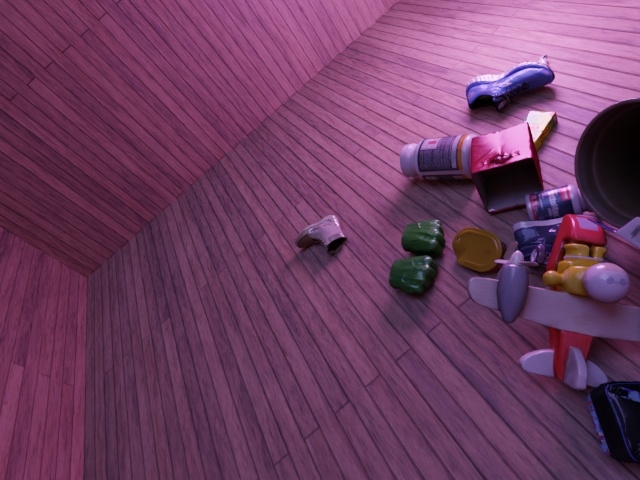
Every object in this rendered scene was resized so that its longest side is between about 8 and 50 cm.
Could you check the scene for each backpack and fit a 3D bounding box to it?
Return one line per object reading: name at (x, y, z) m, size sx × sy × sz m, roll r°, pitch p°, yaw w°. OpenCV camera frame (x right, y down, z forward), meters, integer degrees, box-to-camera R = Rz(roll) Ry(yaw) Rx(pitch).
backpack at (0.669, 0.365, 0.881) m, size 0.174 × 0.117 × 0.158 m, roll -6°, pitch 62°, yaw -1°

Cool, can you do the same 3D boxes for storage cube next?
storage cube at (0.607, -0.237, 1.402) m, size 0.184 × 0.215 × 0.193 m, roll -13°, pitch 42°, yaw 31°

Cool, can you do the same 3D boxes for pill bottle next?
pill bottle at (0.453, -0.309, 1.626) m, size 0.279 × 0.162 × 0.162 m, roll 6°, pitch 59°, yaw 41°
pill bottle at (0.713, -0.106, 1.275) m, size 0.180 × 0.108 × 0.107 m, roll -15°, pitch 47°, yaw 30°

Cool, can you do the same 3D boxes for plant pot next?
plant pot at (0.874, -0.205, 1.077) m, size 0.281 × 0.323 × 0.323 m, roll -13°, pitch 37°, yaw -17°

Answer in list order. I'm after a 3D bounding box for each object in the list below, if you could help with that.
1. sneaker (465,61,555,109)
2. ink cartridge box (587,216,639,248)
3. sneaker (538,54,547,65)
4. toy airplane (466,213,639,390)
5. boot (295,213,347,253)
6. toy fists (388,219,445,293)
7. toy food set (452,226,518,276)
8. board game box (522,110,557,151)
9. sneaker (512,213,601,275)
sneaker at (0.737, -0.585, 1.693) m, size 0.330 × 0.130 × 0.147 m, roll -6°, pitch 66°, yaw 40°
ink cartridge box at (0.798, 0.037, 0.936) m, size 0.072 × 0.304 × 0.307 m, roll -61°, pitch 34°, yaw 25°
sneaker at (0.887, -0.694, 1.719) m, size 0.044 × 0.040 × 0.109 m, roll 20°, pitch 72°, yaw 29°
toy airplane at (0.596, 0.148, 0.988) m, size 0.386 × 0.272 × 0.384 m, roll -30°, pitch 69°, yaw -10°
boot at (0.000, 0.000, 1.789) m, size 0.213 × 0.077 × 0.165 m, roll -32°, pitch 43°, yaw 8°
toy fists at (0.339, 0.054, 1.453) m, size 0.142 × 0.096 × 0.279 m, roll -6°, pitch 53°, yaw 49°
toy food set at (0.518, 0.036, 1.348) m, size 0.218 × 0.071 × 0.128 m, roll 27°, pitch 104°, yaw 53°
board game box at (0.753, -0.381, 1.537) m, size 0.092 × 0.043 × 0.181 m, roll 24°, pitch 72°, yaw 47°
sneaker at (0.676, 0.017, 1.221) m, size 0.226 × 0.086 × 0.163 m, roll -9°, pitch 59°, yaw 23°
